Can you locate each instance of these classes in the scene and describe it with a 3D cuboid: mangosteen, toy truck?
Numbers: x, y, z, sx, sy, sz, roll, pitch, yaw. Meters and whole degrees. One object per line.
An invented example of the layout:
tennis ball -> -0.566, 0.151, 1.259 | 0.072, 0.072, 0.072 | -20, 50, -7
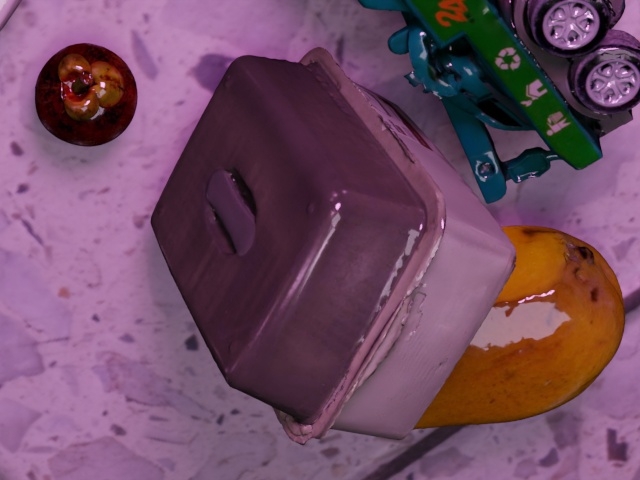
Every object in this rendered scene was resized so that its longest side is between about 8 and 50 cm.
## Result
mangosteen -> -0.182, -0.110, 1.267 | 0.081, 0.081, 0.081 | -4, 116, -9
toy truck -> 0.115, -0.196, 1.234 | 0.178, 0.176, 0.363 | -28, 119, 18

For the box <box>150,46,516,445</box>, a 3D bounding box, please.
box -> 0.000, 0.000, 1.240 | 0.166, 0.290, 0.220 | 17, 112, -31

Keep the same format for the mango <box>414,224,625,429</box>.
mango -> 0.130, 0.083, 1.394 | 0.262, 0.130, 0.167 | -14, 123, 3

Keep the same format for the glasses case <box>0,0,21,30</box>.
glasses case -> -0.281, -0.148, 1.231 | 0.049, 0.074, 0.193 | 39, 104, -24
